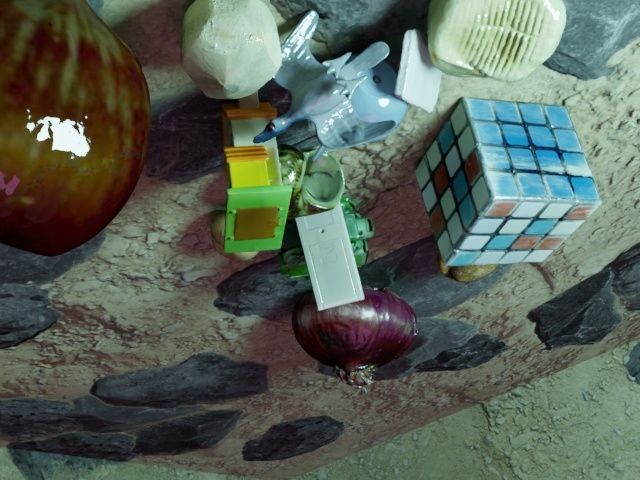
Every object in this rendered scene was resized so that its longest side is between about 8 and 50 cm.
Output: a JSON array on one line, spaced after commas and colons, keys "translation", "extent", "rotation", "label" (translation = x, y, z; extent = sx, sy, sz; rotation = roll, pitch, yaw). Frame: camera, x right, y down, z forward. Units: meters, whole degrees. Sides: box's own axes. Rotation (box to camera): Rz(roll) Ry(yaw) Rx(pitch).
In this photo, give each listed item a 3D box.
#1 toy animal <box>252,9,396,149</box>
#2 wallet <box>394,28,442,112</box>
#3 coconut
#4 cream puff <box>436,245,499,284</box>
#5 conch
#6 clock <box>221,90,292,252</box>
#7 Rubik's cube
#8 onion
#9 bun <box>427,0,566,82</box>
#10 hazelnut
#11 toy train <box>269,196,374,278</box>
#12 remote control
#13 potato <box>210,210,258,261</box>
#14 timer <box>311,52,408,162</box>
[{"translation": [0.001, -0.248, 1.399], "extent": [0.255, 0.239, 0.176], "rotation": [-35, -175, -30], "label": "toy animal"}, {"translation": [0.172, -0.293, 1.485], "extent": [0.031, 0.124, 0.183], "rotation": [9, -176, 23], "label": "wallet"}, {"translation": [-0.141, -0.301, 1.340], "extent": [0.161, 0.162, 0.161], "rotation": [-9, 151, -5], "label": "coconut"}, {"translation": [0.370, 0.021, 2.128], "extent": [0.189, 0.129, 0.189], "rotation": [-13, 144, -10], "label": "cream puff"}, {"translation": [-0.056, -0.127, 1.728], "extent": [0.124, 0.187, 0.181], "rotation": [14, 143, 40], "label": "conch"}, {"translation": [-0.131, -0.139, 1.533], "extent": [0.106, 0.255, 0.220], "rotation": [-4, 153, -11], "label": "clock"}, {"translation": [0.377, -0.115, 1.761], "extent": [0.258, 0.256, 0.253], "rotation": [1, 148, -21], "label": "Rubik's cube"}, {"translation": [0.089, 0.264, 2.299], "extent": [0.347, 0.286, 0.348], "rotation": [-1, 156, 0], "label": "onion"}, {"translation": [0.285, -0.362, 1.416], "extent": [0.229, 0.145, 0.229], "rotation": [4, 127, 6], "label": "bun"}, {"translation": [-0.472, -0.176, 1.259], "extent": [0.429, 0.402, 0.402], "rotation": [17, 140, -35], "label": "hazelnut"}, {"translation": [0.000, 0.000, 1.962], "extent": [0.243, 0.132, 0.188], "rotation": [-9, 159, -5], "label": "toy train"}, {"translation": [0.011, 0.003, 1.826], "extent": [0.102, 0.277, 0.055], "rotation": [-14, 176, 4], "label": "remote control"}, {"translation": [-0.187, -0.010, 1.897], "extent": [0.112, 0.112, 0.147], "rotation": [-21, 146, 15], "label": "potato"}, {"translation": [0.050, -0.250, 1.552], "extent": [0.175, 0.175, 0.255], "rotation": [8, 174, -32], "label": "timer"}]
